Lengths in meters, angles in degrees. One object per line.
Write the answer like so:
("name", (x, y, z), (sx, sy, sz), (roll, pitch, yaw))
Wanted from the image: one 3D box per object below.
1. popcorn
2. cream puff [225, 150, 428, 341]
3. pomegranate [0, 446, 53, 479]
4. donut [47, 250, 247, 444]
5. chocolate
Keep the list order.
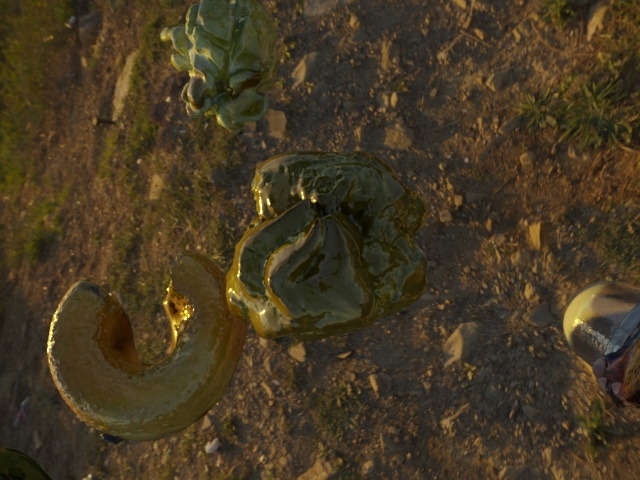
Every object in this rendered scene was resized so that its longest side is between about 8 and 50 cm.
("popcorn", (-0.105, -0.214, 0.548), (0.162, 0.135, 0.141), (43, 120, 23))
("cream puff", (-0.008, 0.003, 0.707), (0.323, 0.274, 0.270), (-6, 109, 20))
("pomegranate", (-0.294, 0.278, 0.421), (0.191, 0.152, 0.131), (4, 40, 44))
("donut", (-0.362, 0.225, 1.025), (0.435, 0.163, 0.377), (-18, 68, -19))
("chocolate", (0.450, 0.140, 0.714), (0.147, 0.221, 0.221), (26, 92, 53))
